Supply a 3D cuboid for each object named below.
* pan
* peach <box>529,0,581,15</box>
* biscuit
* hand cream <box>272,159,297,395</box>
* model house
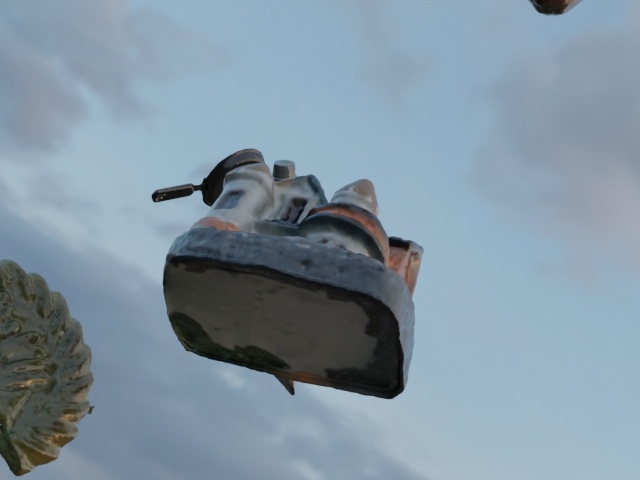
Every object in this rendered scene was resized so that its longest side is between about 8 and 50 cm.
[{"bbox_3d":[-0.191,-0.094,2.384,0.028,0.235,0.136,51,-40,30],"label":"pan"},{"bbox_3d":[0.247,-0.324,1.312,0.232,0.232,0.232,30,-18,11],"label":"peach"},{"bbox_3d":[-0.345,0.109,1.493,0.273,0.187,0.036,48,-45,4],"label":"biscuit"},{"bbox_3d":[-0.054,0.048,1.948,0.124,0.078,0.341,-141,-133,-57],"label":"hand cream"},{"bbox_3d":[0.000,0.000,1.510,0.271,0.301,0.190,10,-46,16],"label":"model house"}]
